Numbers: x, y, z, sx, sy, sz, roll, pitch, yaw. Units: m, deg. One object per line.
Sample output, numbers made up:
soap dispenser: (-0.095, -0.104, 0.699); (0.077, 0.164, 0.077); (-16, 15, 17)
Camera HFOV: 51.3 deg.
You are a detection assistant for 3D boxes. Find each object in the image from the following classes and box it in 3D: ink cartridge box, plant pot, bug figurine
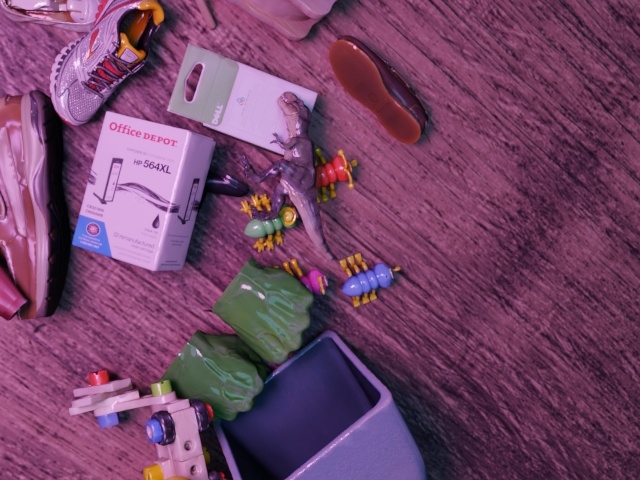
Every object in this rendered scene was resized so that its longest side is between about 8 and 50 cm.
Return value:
ink cartridge box: (-0.257, -0.072, 0.973); (0.148, 0.086, 0.203); (15, 93, 17)
plant pot: (0.022, 0.344, 1.039); (0.247, 0.247, 0.252); (-37, 115, -7)
bug figurine: (0.000, 0.000, 1.076); (0.216, 0.072, 0.279); (-25, 101, -9)
ink cartridge box: (-0.121, -0.211, 1.031); (0.209, 0.062, 0.109); (19, 92, -14)

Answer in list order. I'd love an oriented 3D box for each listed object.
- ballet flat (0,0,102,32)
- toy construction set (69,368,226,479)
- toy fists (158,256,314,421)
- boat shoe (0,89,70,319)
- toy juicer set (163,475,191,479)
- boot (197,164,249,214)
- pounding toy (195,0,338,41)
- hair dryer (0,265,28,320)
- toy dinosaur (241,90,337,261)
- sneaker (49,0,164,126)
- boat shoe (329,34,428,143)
ballet flat: (-0.376, -0.334, 0.965); (0.168, 0.052, 0.057); (-3, 96, -13)
toy construction set: (-0.242, 0.332, 1.002); (0.151, 0.215, 0.328); (-28, 96, -36)
toy fists: (-0.120, 0.161, 1.030); (0.142, 0.096, 0.279); (38, 103, -1)
boat shoe: (-0.434, -0.049, 0.955); (0.119, 0.122, 0.324); (-3, 88, -8)
toy juicer set: (-0.151, 0.475, 0.910); (0.209, 0.089, 0.329); (-42, 118, 6)
boot: (-0.185, -0.069, 1.040); (0.121, 0.045, 0.099); (29, 86, -7)
pounding toy: (-0.104, -0.409, 1.013); (0.269, 0.155, 0.154); (26, 61, -23)
hair dryer: (-0.534, 0.051, 0.908); (0.293, 0.080, 0.224); (9, 124, 12)
toy dinosaur: (-0.052, -0.085, 0.996); (0.118, 0.064, 0.268); (-13, 100, -12)
sneaker: (-0.306, -0.265, 0.953); (0.088, 0.092, 0.225); (30, 90, -52)
boat shoe: (0.097, -0.250, 1.081); (0.207, 0.073, 0.073); (48, 47, -16)
